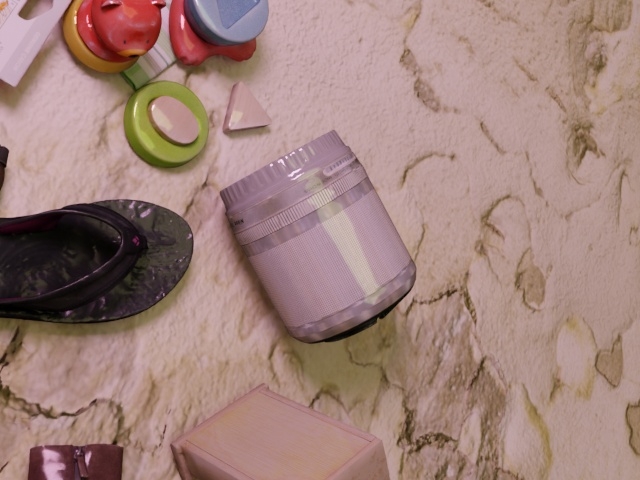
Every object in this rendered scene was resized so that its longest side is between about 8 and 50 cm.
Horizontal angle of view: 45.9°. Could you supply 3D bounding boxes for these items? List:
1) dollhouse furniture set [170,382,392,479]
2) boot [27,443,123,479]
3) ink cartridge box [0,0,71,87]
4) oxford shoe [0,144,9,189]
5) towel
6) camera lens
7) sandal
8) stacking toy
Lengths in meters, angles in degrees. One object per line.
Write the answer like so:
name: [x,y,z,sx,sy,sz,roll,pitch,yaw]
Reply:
dollhouse furniture set: [-0.025,0.440,1.059,0.362,0.256,0.394,-28,116,-36]
boot: [-0.350,0.356,0.910,0.248,0.090,0.206,4,64,-33]
ink cartridge box: [-0.460,-0.364,1.010,0.239,0.060,0.275,33,62,-25]
oxford shoe: [-0.497,-0.089,0.903,0.227,0.083,0.096,10,77,-31]
towel: [-0.267,-0.314,1.155,0.113,0.023,0.152,48,57,-15]
camera lens: [0.000,0.000,1.138,0.219,0.219,0.274,-33,98,-36]
sandal: [-0.354,0.028,0.955,0.446,0.107,0.167,-5,81,-35]
stacking toy: [-0.183,-0.271,1.117,0.309,0.130,0.279,-28,101,-35]
